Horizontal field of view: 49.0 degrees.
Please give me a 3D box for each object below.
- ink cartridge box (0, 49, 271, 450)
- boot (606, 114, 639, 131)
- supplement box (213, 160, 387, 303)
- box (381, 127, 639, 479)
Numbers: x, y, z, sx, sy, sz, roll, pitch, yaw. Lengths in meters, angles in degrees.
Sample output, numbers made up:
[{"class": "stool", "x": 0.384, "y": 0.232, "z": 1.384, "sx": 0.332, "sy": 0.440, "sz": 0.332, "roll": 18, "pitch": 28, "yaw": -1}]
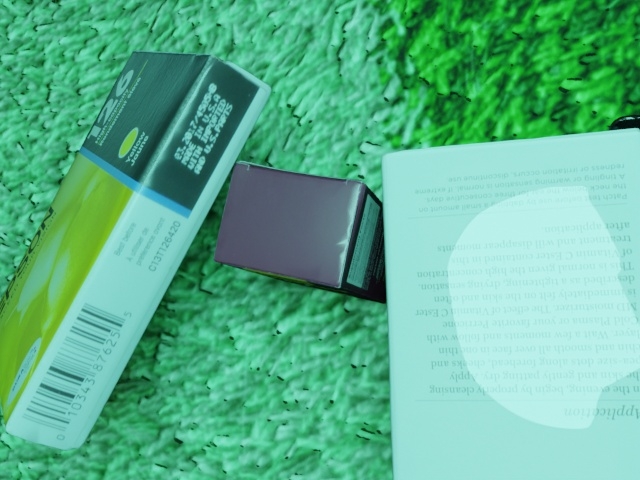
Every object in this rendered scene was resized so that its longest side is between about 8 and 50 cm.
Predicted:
[{"class": "ink cartridge box", "x": -0.196, "y": -0.025, "z": 0.624, "sx": 0.307, "sy": 0.072, "sz": 0.303, "roll": 25, "pitch": 88, "yaw": 56}, {"class": "boot", "x": 0.290, "y": -0.079, "z": 0.567, "sx": 0.121, "sy": 0.099, "sz": 0.045, "roll": 0, "pitch": 110, "yaw": 19}, {"class": "supplement box", "x": 0.000, "y": 0.000, "z": 0.593, "sx": 0.104, "sy": 0.188, "sz": 0.081, "roll": 11, "pitch": 85, "yaw": 17}, {"class": "box", "x": 0.149, "y": 0.121, "z": 0.517, "sx": 0.168, "sy": 0.215, "sz": 0.345, "roll": -3, "pitch": 81, "yaw": 15}]
